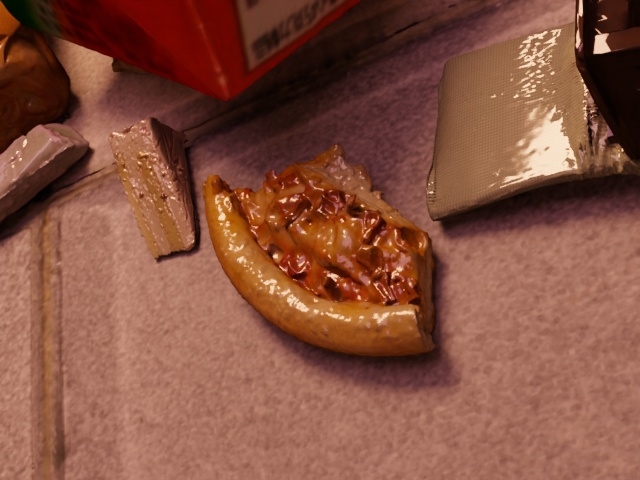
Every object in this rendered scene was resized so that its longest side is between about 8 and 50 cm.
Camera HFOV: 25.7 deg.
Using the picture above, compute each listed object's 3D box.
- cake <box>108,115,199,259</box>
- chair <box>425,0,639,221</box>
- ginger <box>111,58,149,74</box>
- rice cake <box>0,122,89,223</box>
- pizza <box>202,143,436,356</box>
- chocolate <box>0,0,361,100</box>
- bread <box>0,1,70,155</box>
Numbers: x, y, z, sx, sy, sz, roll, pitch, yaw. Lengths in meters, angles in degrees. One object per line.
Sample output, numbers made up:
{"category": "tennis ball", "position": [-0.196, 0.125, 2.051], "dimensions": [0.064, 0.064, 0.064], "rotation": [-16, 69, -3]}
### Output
{"category": "cake", "position": [-0.139, -0.042, 1.177], "dimensions": [0.052, 0.065, 0.121], "rotation": [-24, 56, 19]}
{"category": "chair", "position": [0.194, -0.133, 0.950], "dimensions": [0.319, 0.186, 0.160], "rotation": [-7, 60, 25]}
{"category": "ginger", "position": [-0.178, -0.200, 1.323], "dimensions": [0.058, 0.044, 0.137], "rotation": [-18, 50, -3]}
{"category": "rice cake", "position": [-0.328, -0.020, 1.282], "dimensions": [0.270, 0.049, 0.055], "rotation": [-38, 69, 3]}
{"category": "pizza", "position": [-0.002, 0.006, 1.055], "dimensions": [0.134, 0.056, 0.271], "rotation": [-47, 47, 6]}
{"category": "chocolate", "position": [-0.092, -0.291, 1.194], "dimensions": [0.341, 0.161, 0.360], "rotation": [24, 55, 40]}
{"category": "bread", "position": [-0.373, -0.221, 1.383], "dimensions": [0.195, 0.149, 0.344], "rotation": [-35, 47, 6]}
